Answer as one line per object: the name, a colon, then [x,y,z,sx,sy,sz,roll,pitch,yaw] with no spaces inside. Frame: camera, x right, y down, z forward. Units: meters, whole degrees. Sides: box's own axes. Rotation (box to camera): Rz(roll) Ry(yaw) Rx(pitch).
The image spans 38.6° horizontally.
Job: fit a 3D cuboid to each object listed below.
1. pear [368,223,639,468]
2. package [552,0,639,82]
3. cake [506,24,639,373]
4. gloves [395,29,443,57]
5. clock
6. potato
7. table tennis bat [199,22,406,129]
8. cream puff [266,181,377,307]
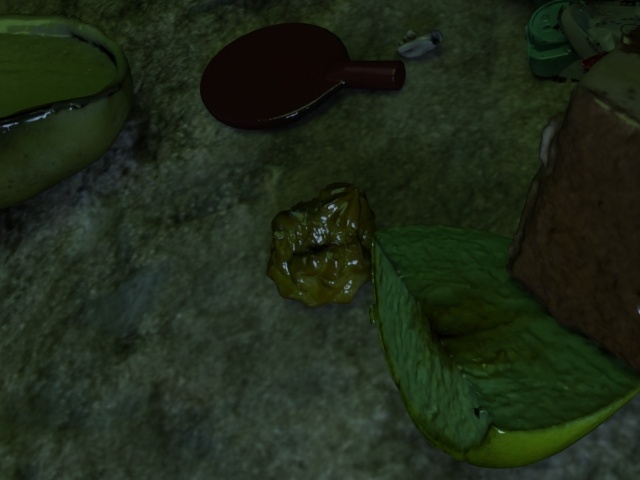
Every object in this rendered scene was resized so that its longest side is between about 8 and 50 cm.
pear: [0.196,0.105,0.901,0.239,0.139,0.288,-12,40,-16]
package: [0.414,-0.214,1.086,0.269,0.071,0.194,10,68,1]
cake: [0.354,-0.046,0.823,0.290,0.256,0.282,-24,49,-32]
gloves: [0.136,-0.270,1.247,0.081,0.037,0.044,8,21,43]
clock: [0.313,-0.274,1.184,0.101,0.041,0.135,-12,52,12]
potato: [-0.397,-0.161,1.287,0.280,0.213,0.330,-6,41,-6]
table tennis bat: [-0.032,-0.235,1.286,0.310,0.038,0.200,6,58,25]
cream puff: [0.000,0.000,1.053,0.146,0.116,0.146,-8,53,10]
